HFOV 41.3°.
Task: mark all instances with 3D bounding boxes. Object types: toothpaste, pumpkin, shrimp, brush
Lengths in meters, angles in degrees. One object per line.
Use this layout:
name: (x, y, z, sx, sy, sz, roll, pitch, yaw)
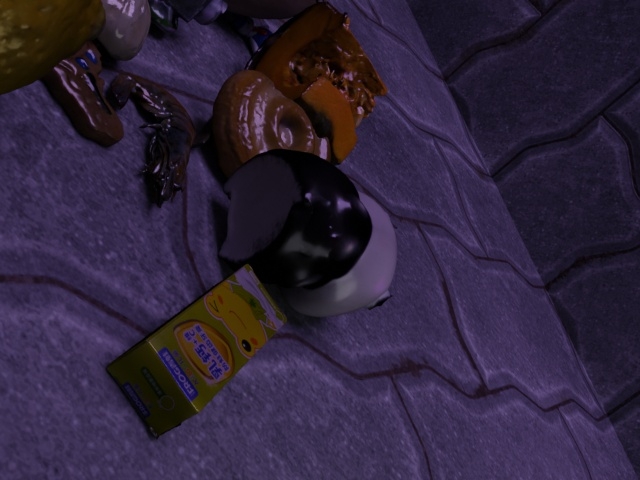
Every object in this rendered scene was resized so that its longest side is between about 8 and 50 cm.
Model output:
toothpaste: (-0.153, 0.136, 1.151, 0.110, 0.077, 0.327, 57, 23, -3)
pumpkin: (-0.014, -0.316, 1.749, 0.225, 0.256, 0.303, 49, 65, -35)
shrimp: (-0.270, -0.171, 1.340, 0.169, 0.058, 0.296, 36, 28, -27)
brush: (-0.196, -0.200, 1.540, 0.190, 0.034, 0.027, -72, 142, -62)

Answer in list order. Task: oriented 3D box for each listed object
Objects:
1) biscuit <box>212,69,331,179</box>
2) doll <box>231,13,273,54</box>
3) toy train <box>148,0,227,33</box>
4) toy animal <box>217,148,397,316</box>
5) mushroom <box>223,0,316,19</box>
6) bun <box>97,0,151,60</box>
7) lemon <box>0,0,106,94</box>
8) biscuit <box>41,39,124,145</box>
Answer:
biscuit: (-0.086, -0.164, 1.549, 0.274, 0.091, 0.213, 39, 55, -42)
doll: (-0.148, -0.470, 1.937, 0.143, 0.058, 0.099, 39, 48, -26)
toy train: (-0.310, -0.537, 1.576, 0.307, 0.173, 0.249, 39, 21, -36)
toy animal: (0.000, 0.000, 1.429, 0.310, 0.251, 0.251, 24, 40, -42)
mushroom: (-0.150, -0.635, 1.910, 0.362, 0.294, 0.362, 12, 56, -18)
bun: (-0.329, -0.381, 1.360, 0.183, 0.102, 0.183, 62, -2, 4)
lemon: (-0.413, -0.317, 0.931, 0.336, 0.336, 0.336, 44, 27, -29)
biscuit: (-0.386, -0.283, 1.257, 0.320, 0.047, 0.183, 63, 26, 8)
